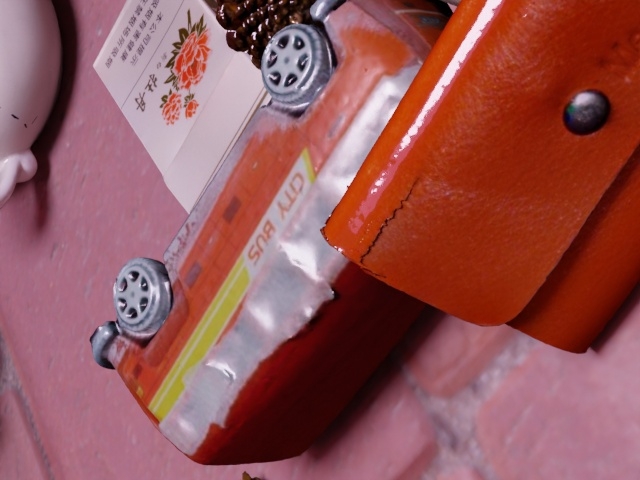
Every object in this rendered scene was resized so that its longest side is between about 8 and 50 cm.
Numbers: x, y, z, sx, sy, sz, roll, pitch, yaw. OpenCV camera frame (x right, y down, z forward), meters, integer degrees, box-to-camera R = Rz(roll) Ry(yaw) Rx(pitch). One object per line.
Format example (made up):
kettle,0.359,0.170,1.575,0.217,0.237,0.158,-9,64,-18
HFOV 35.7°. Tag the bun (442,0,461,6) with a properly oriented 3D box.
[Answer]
bun,0.088,-0.188,0.428,0.173,0.120,0.172,-5,78,23

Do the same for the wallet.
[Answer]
wallet,0.109,-0.056,0.400,0.204,0.142,0.045,-59,21,20

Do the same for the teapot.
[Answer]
teapot,-0.306,-0.137,0.829,0.208,0.166,0.299,-35,48,22

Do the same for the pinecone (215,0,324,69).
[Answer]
pinecone,-0.031,-0.144,0.603,0.083,0.077,0.077,40,111,54

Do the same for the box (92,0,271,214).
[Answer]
box,-0.094,-0.113,0.692,0.109,0.029,0.198,-56,48,22

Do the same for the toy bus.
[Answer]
toy bus,0.000,0.000,0.518,0.265,0.121,0.120,-54,54,21

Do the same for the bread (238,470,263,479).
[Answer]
bread,-0.055,0.215,0.581,0.129,0.044,0.126,-52,49,30
